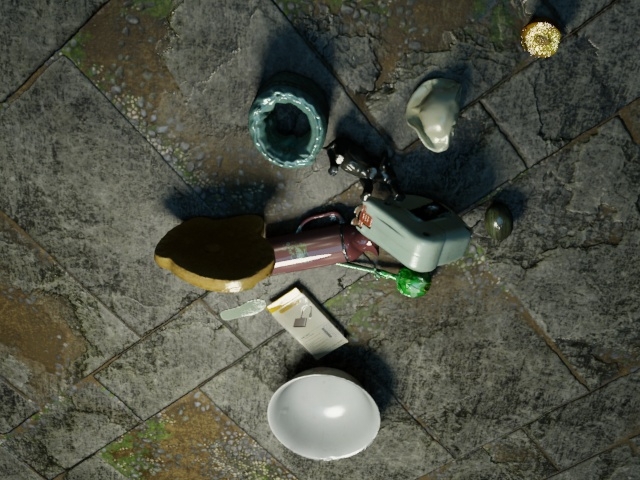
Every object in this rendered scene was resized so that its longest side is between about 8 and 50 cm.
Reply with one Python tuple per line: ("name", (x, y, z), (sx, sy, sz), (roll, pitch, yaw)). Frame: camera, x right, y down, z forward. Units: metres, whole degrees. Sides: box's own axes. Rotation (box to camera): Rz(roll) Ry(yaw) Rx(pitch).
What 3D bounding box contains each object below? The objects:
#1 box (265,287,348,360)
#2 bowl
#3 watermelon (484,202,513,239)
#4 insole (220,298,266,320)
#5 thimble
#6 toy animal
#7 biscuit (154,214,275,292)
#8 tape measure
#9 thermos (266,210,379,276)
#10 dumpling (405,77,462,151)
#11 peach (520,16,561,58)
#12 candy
("box", (-0.039, 0.247, 2.108), (0.129, 0.033, 0.247), (-33, 111, 21))
("bowl", (0.014, 0.503, 2.174), (0.345, 0.157, 0.346), (1, 118, 3))
("watermelon", (0.481, -0.049, 1.883), (0.078, 0.078, 0.111), (-10, 123, 10))
("insole", (-0.233, 0.211, 2.119), (0.152, 0.002, 0.053), (-15, 117, 12))
("thimble", (-0.073, -0.293, 1.754), (0.198, 0.143, 0.235), (-19, 118, 14))
("toy animal", (0.119, -0.186, 1.797), (0.245, 0.146, 0.114), (41, 115, -15))
("biscuit", (-0.262, 0.024, 1.883), (0.343, 0.287, 0.057), (18, 133, 27))
("tape measure", (0.248, -0.036, 1.818), (0.246, 0.243, 0.125), (-16, 131, -36))
("thermos", (0.002, 0.006, 1.941), (0.330, 0.136, 0.109), (-11, 152, 10))
("dumpling", (0.276, -0.314, 1.744), (0.134, 0.100, 0.169), (12, 118, 14))
("peach", (0.522, -0.484, 1.652), (0.098, 0.061, 0.098), (15, 137, 14))
("candy", (0.156, 0.091, 1.995), (0.323, 0.097, 0.097), (13, 119, 6))
